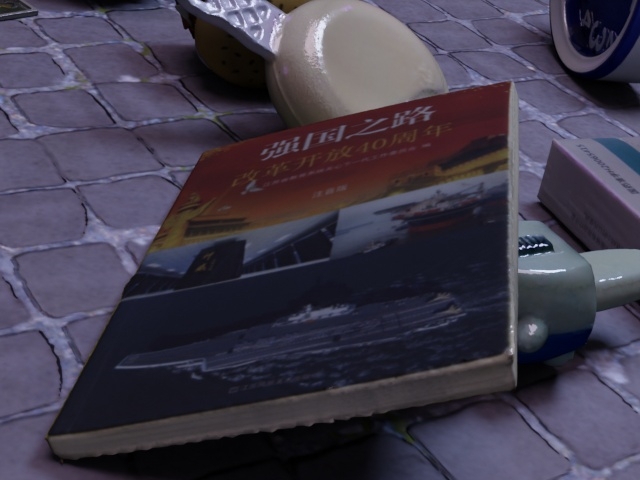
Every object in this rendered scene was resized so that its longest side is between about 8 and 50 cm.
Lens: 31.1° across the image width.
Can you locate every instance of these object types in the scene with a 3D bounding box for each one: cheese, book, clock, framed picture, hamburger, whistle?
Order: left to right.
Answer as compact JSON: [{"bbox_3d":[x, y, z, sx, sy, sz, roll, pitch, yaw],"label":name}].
[{"bbox_3d":[-0.340,-0.236,1.159,0.089,0.006,0.066,-19,42,-40],"label":"framed picture"},{"bbox_3d":[-0.053,-0.221,1.084,0.175,0.175,0.137,-1,45,-19],"label":"hamburger"},{"bbox_3d":[-0.002,-0.169,0.991,0.249,0.071,0.163,45,51,-12],"label":"cheese"},{"bbox_3d":[0.000,0.000,0.753,0.263,0.028,0.374,-13,27,16],"label":"book"},{"bbox_3d":[0.124,0.040,0.766,0.245,0.092,0.110,-8,31,-24],"label":"whistle"},{"bbox_3d":[0.329,-0.285,1.234,0.083,0.230,0.230,6,31,-16],"label":"clock"}]

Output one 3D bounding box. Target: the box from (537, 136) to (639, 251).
[{"bbox_3d":[0.340,0.023,0.887,0.200,0.065,0.343,-3,33,-23],"label":"box"}]
